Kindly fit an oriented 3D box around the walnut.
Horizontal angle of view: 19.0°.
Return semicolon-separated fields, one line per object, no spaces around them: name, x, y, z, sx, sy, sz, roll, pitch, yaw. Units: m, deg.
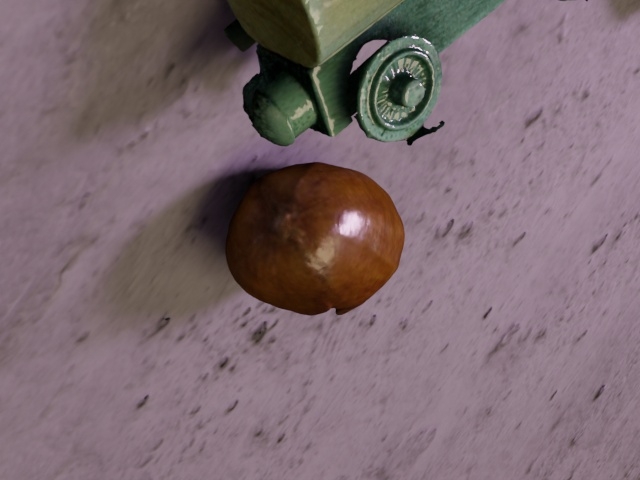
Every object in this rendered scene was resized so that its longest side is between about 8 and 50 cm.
walnut;0.000;0.000;1.362;0.116;0.116;0.207;-54;164;10

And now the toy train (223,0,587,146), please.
toy train;0.054;-0.190;1.182;0.307;0.126;0.189;-39;123;-22
